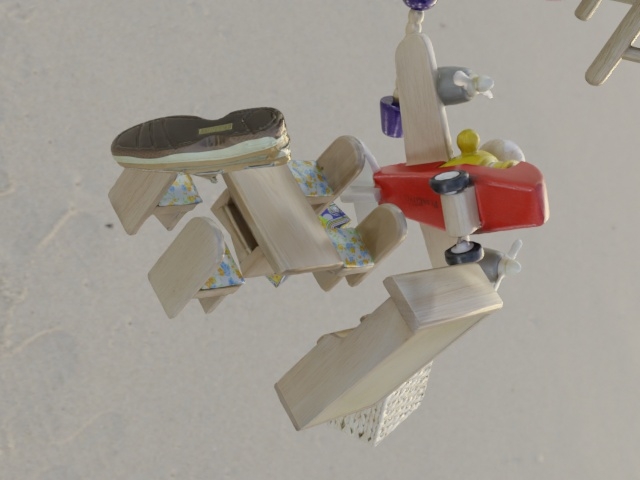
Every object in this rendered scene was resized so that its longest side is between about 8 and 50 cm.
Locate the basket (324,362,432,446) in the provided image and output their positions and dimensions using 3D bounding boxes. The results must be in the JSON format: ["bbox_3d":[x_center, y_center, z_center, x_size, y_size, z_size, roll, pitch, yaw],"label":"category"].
[{"bbox_3d":[0.089,0.222,1.326,0.167,0.103,0.113,-29,136,-51],"label":"basket"}]

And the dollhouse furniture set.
[{"bbox_3d":[0.000,0.000,1.115,0.362,0.256,0.394,-6,58,-47],"label":"dollhouse furniture set"}]

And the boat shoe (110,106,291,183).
[{"bbox_3d":[-0.124,-0.088,0.908,0.072,0.190,0.068,75,17,-44],"label":"boat shoe"}]

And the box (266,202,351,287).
[{"bbox_3d":[-0.029,0.003,1.444,0.059,0.054,0.169,46,60,10],"label":"box"}]

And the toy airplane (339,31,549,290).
[{"bbox_3d":[0.214,-0.096,1.449,0.272,0.386,0.384,-23,64,-25],"label":"toy airplane"}]

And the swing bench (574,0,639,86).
[{"bbox_3d":[0.345,-0.277,0.766,0.253,0.165,0.255,-62,165,-59],"label":"swing bench"}]

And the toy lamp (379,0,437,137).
[{"bbox_3d":[0.162,-0.325,1.611,0.080,0.080,0.275,-38,144,-52],"label":"toy lamp"}]
